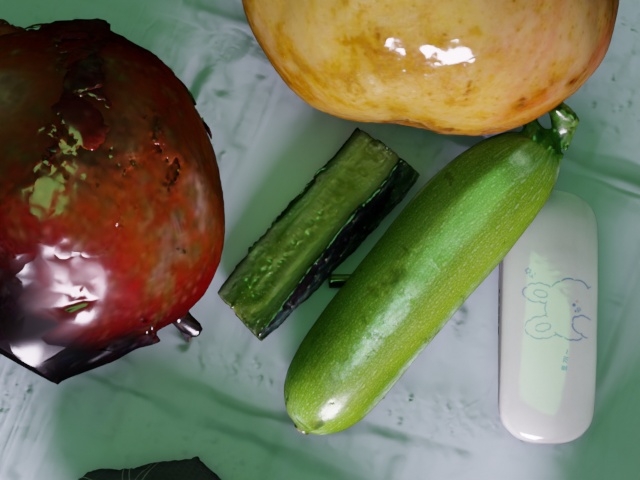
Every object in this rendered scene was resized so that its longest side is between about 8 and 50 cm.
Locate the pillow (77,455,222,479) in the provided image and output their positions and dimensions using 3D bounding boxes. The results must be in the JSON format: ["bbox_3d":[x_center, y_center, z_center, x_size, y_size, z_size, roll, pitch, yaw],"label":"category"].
[{"bbox_3d":[-0.081,0.313,1.753,0.335,0.092,0.161,38,73,5],"label":"pillow"}]

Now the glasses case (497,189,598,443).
[{"bbox_3d":[0.207,0.069,1.823,0.092,0.059,0.233,3,80,1],"label":"glasses case"}]

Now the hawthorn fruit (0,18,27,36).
[{"bbox_3d":[-0.301,-0.156,1.824,0.081,0.081,0.093,24,97,1],"label":"hawthorn fruit"}]

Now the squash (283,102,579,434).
[{"bbox_3d":[0.097,0.022,1.786,0.101,0.101,0.378,42,93,3],"label":"squash"}]

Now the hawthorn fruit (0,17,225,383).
[{"bbox_3d":[-0.231,-0.031,1.706,0.316,0.316,0.316,0,82,-3],"label":"hawthorn fruit"}]

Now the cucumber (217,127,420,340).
[{"bbox_3d":[0.000,0.000,1.827,0.078,0.062,0.211,37,87,37],"label":"cucumber"}]

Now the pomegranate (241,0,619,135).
[{"bbox_3d":[0.100,-0.255,1.737,0.338,0.338,0.338,0,82,-3],"label":"pomegranate"}]

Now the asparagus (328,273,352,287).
[{"bbox_3d":[0.070,0.035,1.843,0.127,0.018,0.015,-3,42,-6],"label":"asparagus"}]
